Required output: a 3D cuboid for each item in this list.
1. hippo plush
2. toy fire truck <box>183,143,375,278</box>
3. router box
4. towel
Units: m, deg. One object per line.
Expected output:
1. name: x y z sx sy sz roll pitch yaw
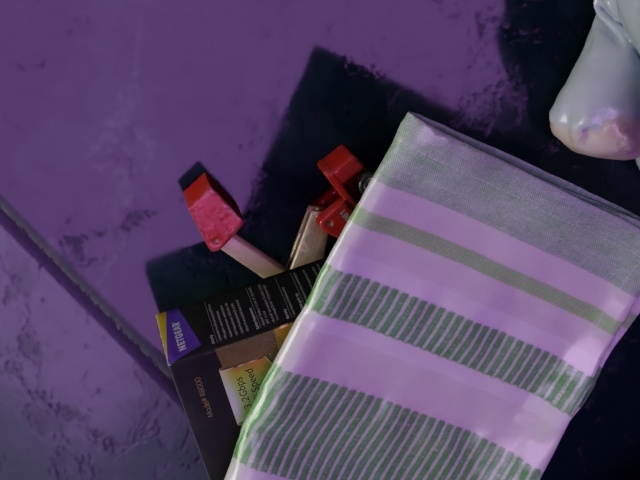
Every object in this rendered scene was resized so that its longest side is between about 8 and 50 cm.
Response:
1. hippo plush: 0.313 -0.152 0.996 0.234 0.236 0.294 1 105 -11
2. toy fire truck: 0.000 0.000 1.077 0.135 0.047 0.192 -39 111 3
3. router box: 0.033 0.160 1.082 0.243 0.081 0.309 -19 119 -5
4. towel: 0.091 0.095 0.997 0.248 0.038 0.325 21 108 -23
